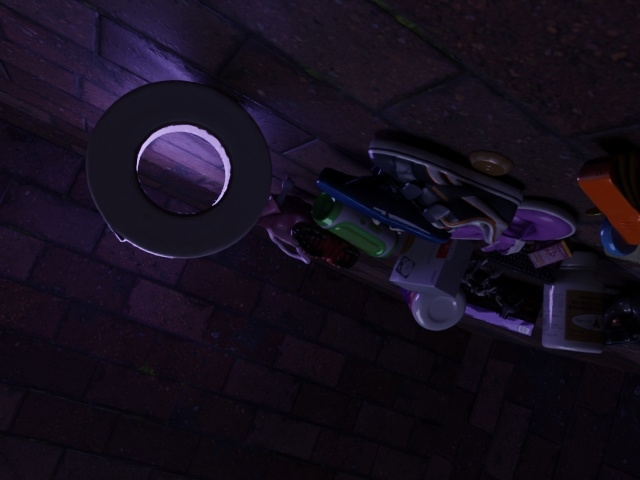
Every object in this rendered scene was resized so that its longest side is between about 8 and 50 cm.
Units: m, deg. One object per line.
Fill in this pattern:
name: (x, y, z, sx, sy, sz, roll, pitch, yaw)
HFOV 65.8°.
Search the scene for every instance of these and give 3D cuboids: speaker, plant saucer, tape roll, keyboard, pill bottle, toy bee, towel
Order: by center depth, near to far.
toy bee: (0.514, -0.033, 0.768, 0.195, 0.162, 0.298, 23, 150, 50)
plant saucer: (0.314, -0.140, 0.918, 0.083, 0.015, 0.083, 21, 170, 4)
towel: (0.642, 0.014, 1.022, 0.110, 0.027, 0.148, 16, 169, 36)
tape roll: (-0.301, -0.151, 1.086, 0.392, 0.392, 0.072, 25, 171, -18)
pill bottle: (0.599, 0.144, 1.174, 0.131, 0.229, 0.131, 6, 172, 1)
keyboard: (0.499, 0.031, 1.209, 0.023, 0.108, 0.180, 16, -174, -42)
speaker: (0.113, -0.048, 1.547, 0.296, 0.131, 0.131, 29, 168, -37)
pill bottle: (0.371, 0.160, 1.734, 0.181, 0.181, 0.323, 24, -162, -16)

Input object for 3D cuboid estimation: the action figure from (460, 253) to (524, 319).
action figure: (0.518, 0.117, 1.569, 0.275, 0.141, 0.164, 46, -168, 27)

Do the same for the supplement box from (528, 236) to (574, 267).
supplement box: (0.521, 0.022, 1.119, 0.083, 0.055, 0.043, -27, 99, 36)

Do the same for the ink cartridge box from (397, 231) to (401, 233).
ink cartridge box: (0.196, -0.014, 1.748, 0.104, 0.060, 0.180, 24, 170, -15)

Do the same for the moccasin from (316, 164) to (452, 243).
moccasin: (0.161, -0.104, 1.178, 0.342, 0.116, 0.138, 24, 178, -8)

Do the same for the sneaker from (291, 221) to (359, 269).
sneaker: (0.000, 0.000, 1.575, 0.276, 0.097, 0.135, 26, -164, -40)

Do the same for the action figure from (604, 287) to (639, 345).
action figure: (0.769, 0.191, 1.319, 0.341, 0.178, 0.330, -1, 173, -19)

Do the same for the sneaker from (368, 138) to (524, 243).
sneaker: (0.232, -0.095, 0.984, 0.321, 0.127, 0.126, 22, -177, 2)

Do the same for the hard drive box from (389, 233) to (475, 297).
hard drive box: (0.341, 0.069, 1.529, 0.089, 0.181, 0.232, 28, 168, -24)

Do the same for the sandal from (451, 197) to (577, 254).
sandal: (0.405, -0.013, 1.159, 0.169, 0.102, 0.416, 25, 170, -22)

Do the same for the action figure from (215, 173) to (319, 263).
action figure: (-0.192, -0.088, 1.604, 0.248, 0.275, 0.370, 16, -174, 43)

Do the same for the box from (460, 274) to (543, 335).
box: (0.626, 0.220, 1.773, 0.293, 0.057, 0.201, 17, -149, 26)

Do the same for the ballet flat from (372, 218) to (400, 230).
ballet flat: (0.196, -0.072, 1.370, 0.221, 0.079, 0.077, 21, 171, 8)
